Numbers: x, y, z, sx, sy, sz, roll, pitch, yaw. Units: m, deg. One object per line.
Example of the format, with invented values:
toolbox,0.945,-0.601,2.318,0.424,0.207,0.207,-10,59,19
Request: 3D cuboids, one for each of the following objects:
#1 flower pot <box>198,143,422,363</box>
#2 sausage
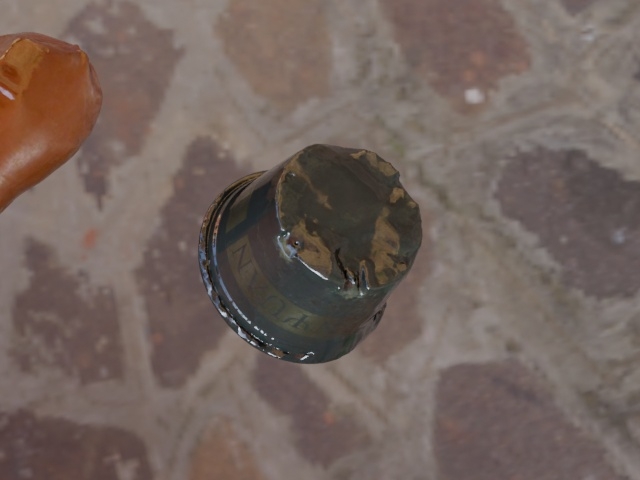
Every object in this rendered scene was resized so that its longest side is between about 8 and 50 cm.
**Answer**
flower pot,0.000,0.000,1.296,0.107,0.157,0.157,-44,66,56
sausage,-0.303,-0.078,1.505,0.133,0.258,0.133,51,169,14
